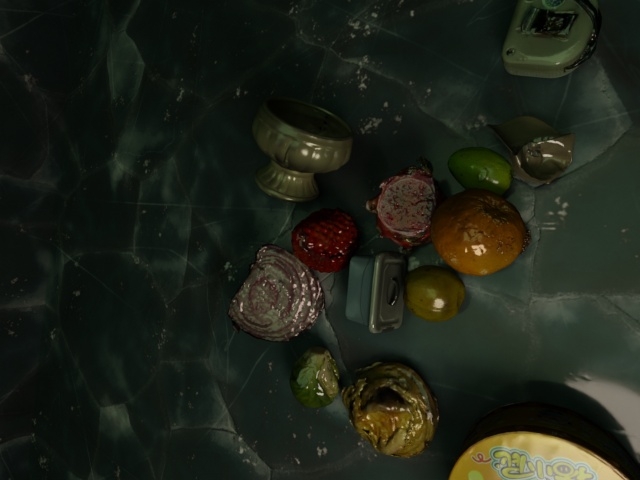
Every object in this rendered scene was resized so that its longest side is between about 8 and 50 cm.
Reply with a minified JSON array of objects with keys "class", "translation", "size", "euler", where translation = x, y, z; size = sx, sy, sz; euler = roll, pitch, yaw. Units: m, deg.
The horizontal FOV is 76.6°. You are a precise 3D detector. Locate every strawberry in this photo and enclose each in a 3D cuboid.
[{"class":"strawberry","translation":[0.000,0.000,1.199],"size":[0.205,0.244,0.205],"euler":[-1,88,28]}]

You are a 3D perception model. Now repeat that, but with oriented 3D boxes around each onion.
[{"class":"onion","translation":[-0.135,0.188,1.340],"size":[0.280,0.146,0.314],"euler":[32,95,2]}]

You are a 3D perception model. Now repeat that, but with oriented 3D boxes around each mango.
[{"class":"mango","translation":[0.409,-0.180,1.053],"size":[0.178,0.100,0.119],"euler":[37,108,34]}]

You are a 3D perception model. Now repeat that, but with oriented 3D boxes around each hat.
[{"class":"hat","translation":[0.505,-0.225,1.013],"size":[0.166,0.173,0.144],"euler":[-17,116,-10]}]

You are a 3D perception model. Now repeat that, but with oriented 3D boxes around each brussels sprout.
[{"class":"brussels sprout","translation":[-0.025,0.426,1.259],"size":[0.145,0.131,0.183],"euler":[-16,85,24]}]

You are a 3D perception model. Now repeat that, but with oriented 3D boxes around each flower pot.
[{"class":"flower pot","translation":[-0.068,-0.269,1.237],"size":[0.307,0.307,0.244],"euler":[42,128,25]}]

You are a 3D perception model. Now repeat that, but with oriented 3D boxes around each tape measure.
[{"class":"tape measure","translation":[0.561,-0.524,0.971],"size":[0.207,0.115,0.235],"euler":[20,98,32]}]

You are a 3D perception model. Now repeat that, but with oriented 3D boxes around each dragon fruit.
[{"class":"dragon fruit","translation":[0.239,-0.102,1.122],"size":[0.211,0.147,0.282],"euler":[11,95,31]}]

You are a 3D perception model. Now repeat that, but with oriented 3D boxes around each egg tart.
[{"class":"egg tart","translation":[0.181,0.486,1.146],"size":[0.297,0.132,0.297],"euler":[2,95,33]}]

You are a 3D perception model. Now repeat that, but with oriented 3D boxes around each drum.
[{"class":"drum","translation":[0.503,0.595,0.897],"size":[0.431,0.214,0.431],"euler":[-2,86,31]}]

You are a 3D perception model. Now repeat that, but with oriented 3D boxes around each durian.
[{"class":"durian","translation":[0.476,0.018,1.031],"size":[0.130,0.052,0.066],"euler":[-38,74,34]}]

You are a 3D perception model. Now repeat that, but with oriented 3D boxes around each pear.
[{"class":"pear","translation":[0.296,0.140,1.077],"size":[0.162,0.149,0.149],"euler":[9,92,25]}]

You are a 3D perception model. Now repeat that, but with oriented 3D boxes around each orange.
[{"class":"orange","translation":[0.376,-0.020,0.982],"size":[0.219,0.219,0.193],"euler":[27,126,28]}]

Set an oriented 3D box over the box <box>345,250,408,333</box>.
[{"class":"box","translation":[0.164,0.139,1.150],"size":[0.130,0.162,0.227],"euler":[7,92,40]}]
